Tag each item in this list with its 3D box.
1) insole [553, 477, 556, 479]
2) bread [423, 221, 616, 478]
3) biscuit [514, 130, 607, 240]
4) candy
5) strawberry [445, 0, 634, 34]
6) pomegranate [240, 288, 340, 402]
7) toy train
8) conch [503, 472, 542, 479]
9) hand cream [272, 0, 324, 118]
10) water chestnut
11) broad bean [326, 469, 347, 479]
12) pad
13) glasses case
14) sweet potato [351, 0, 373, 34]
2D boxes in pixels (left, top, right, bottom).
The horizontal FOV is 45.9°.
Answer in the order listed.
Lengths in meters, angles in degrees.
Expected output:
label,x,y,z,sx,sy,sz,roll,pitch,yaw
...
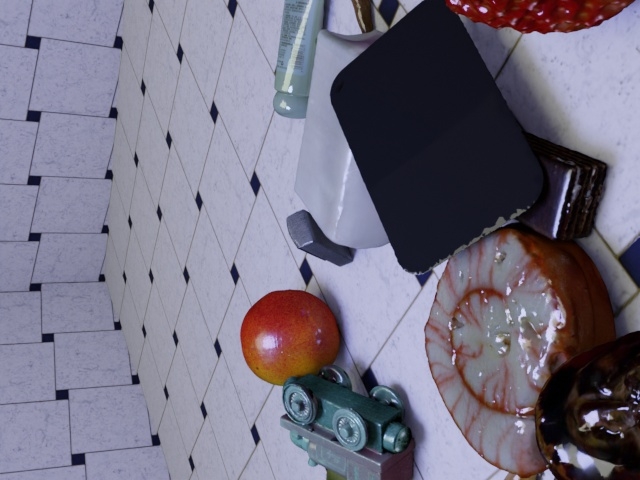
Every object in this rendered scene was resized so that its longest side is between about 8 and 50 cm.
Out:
label,x,y,z,sx,sy,sz,roll,pitch,yaw
insole,0.373,0.279,1.036,0.086,0.005,0.253,48,137,48
bread,0.268,0.136,1.070,0.295,0.114,0.327,-132,45,-54
biscuit,0.277,-0.091,1.057,0.252,0.070,0.106,38,129,53
candy,0.069,-0.185,1.353,0.208,0.145,0.358,49,137,47
strawberry,0.274,-0.392,0.838,0.351,0.267,0.312,1,128,34
pomegranate,-0.064,0.233,1.654,0.221,0.221,0.256,-12,93,63
toy train,0.045,0.381,1.489,0.304,0.150,0.221,16,116,41
conch,0.274,0.437,1.172,0.109,0.093,0.330,-115,30,-65
hand cream,-0.045,-0.410,1.575,0.147,0.093,0.305,34,124,54
water chestnut,0.352,0.200,0.830,0.224,0.238,0.223,-19,52,26
broad bean,0.064,0.538,1.612,0.174,0.082,0.124,39,132,51
pad,0.190,-0.169,1.091,0.315,0.063,0.375,-35,61,31
glasses case,0.000,0.000,1.496,0.047,0.205,0.070,-25,69,16
sweet potato,0.061,-0.467,1.407,0.050,0.050,0.214,-42,66,58
